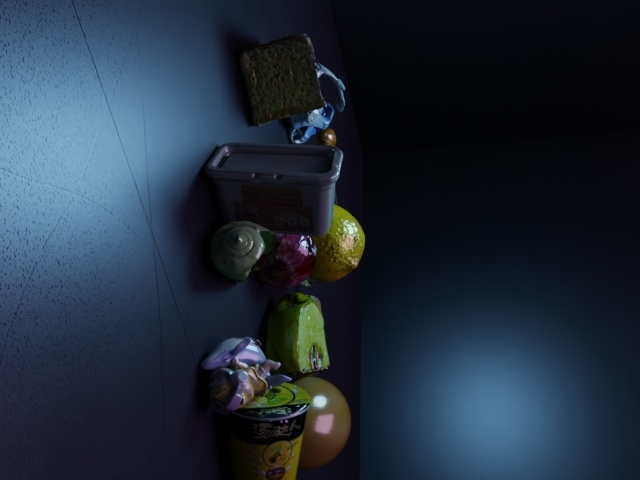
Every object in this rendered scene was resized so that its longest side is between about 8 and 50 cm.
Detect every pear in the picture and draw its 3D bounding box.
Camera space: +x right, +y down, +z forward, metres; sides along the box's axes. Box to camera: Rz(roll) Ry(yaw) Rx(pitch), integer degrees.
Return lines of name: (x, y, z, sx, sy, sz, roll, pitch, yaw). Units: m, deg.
pear: (-0.090, 0.283, 1.663, 0.238, 0.164, 0.255, 19, 62, -67)

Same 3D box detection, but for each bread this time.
bread: (-0.082, -0.496, 1.682, 0.315, 0.279, 0.248, -55, 134, -54)

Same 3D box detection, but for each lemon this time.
lemon: (0.000, 0.000, 1.817, 0.258, 0.310, 0.258, -26, 133, -32)

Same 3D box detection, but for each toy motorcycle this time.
toy motorcycle: (-0.026, -0.493, 2.010, 0.319, 0.241, 0.182, 72, 11, -56)

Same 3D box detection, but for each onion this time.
onion: (-0.100, 0.043, 1.629, 0.200, 0.200, 0.207, -50, 141, -74)

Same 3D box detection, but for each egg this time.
egg: (-0.045, 0.511, 1.562, 0.322, 0.250, 0.250, 32, 55, -69)

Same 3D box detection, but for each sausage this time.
sausage: (0.007, -0.372, 2.263, 0.103, 0.076, 0.302, 61, -13, -1)

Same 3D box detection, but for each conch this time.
conch: (-0.169, 0.036, 1.338, 0.143, 0.137, 0.250, -61, 157, -8)

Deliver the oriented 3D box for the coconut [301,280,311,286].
coconut: (-0.092, 0.086, 1.922, 0.133, 0.055, 0.158, 34, 38, -45)

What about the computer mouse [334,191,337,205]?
computer mouse: (0.007, -0.233, 2.399, 0.374, 0.114, 0.203, -85, 166, -73)

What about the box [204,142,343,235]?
box: (-0.105, -0.120, 1.353, 0.175, 0.311, 0.182, -76, 167, -55)

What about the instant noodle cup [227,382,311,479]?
instant noodle cup: (-0.133, 0.479, 1.328, 0.215, 0.215, 0.236, -33, 128, -77)

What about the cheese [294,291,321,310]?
cheese: (-0.050, 0.291, 2.009, 0.175, 0.091, 0.202, 45, 43, -71)

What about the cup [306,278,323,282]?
cup: (-0.031, 0.008, 2.065, 0.258, 0.186, 0.234, 43, 45, -31)

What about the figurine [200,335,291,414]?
figurine: (-0.174, 0.303, 1.243, 0.208, 0.128, 0.184, 28, 48, -28)
